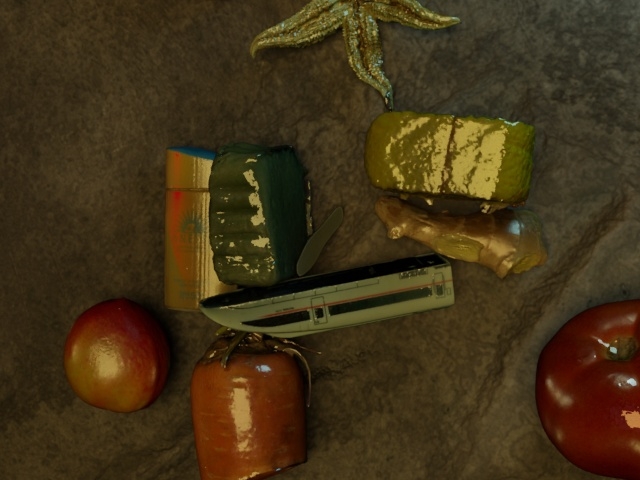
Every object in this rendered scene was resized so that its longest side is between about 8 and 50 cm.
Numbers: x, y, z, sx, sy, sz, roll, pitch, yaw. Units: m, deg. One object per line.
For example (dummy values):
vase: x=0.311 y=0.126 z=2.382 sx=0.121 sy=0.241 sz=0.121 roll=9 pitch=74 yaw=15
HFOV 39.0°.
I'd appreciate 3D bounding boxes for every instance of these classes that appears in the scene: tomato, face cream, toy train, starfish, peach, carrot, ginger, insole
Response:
tomato: x=0.468 y=0.226 z=1.354 sx=0.298 sy=0.299 sz=0.226 roll=-27 pitch=121 yaw=12
face cream: x=-0.207 y=-0.020 z=1.573 sx=0.139 sy=0.067 sz=0.285 roll=2 pitch=94 yaw=17
toy train: x=0.010 y=0.100 z=1.463 sx=0.406 sy=0.086 sz=0.088 roll=-10 pitch=105 yaw=-6
starfish: x=0.068 y=-0.410 z=1.485 sx=0.347 sy=0.078 sz=0.358 roll=28 pitch=99 yaw=10
peach: x=-0.348 y=0.190 z=1.560 sx=0.197 sy=0.197 sz=0.197 roll=1 pitch=94 yaw=12
carrot: x=-0.117 y=0.268 z=1.503 sx=0.214 sy=0.193 sz=0.331 roll=-11 pitch=84 yaw=46
ginger: x=0.227 y=-0.023 z=1.469 sx=0.294 sy=0.086 sz=0.131 roll=18 pitch=67 yaw=15
insole: x=0.000 y=0.000 z=1.506 sx=0.002 sy=0.153 sz=0.053 roll=15 pitch=139 yaw=30

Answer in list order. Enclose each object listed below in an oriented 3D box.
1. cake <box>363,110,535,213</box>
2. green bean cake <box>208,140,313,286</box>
cake: x=0.203 y=-0.128 z=1.421 sx=0.260 sy=0.179 sz=0.156 roll=10 pitch=92 yaw=19
green bean cake: x=-0.097 y=-0.048 z=1.476 sx=0.124 sy=0.222 sz=0.227 roll=2 pitch=97 yaw=18
